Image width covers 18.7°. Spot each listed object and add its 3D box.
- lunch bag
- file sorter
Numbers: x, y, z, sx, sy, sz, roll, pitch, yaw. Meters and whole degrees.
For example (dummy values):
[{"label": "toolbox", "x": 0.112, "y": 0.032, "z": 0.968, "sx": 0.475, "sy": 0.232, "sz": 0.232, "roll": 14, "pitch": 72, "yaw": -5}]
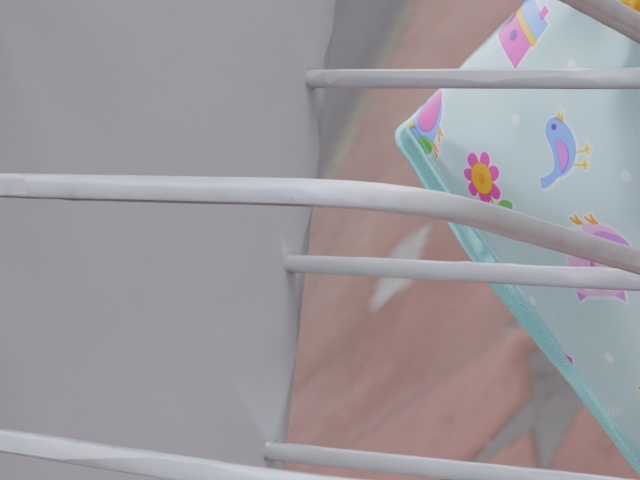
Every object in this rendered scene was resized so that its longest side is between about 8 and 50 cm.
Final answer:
[{"label": "lunch bag", "x": 0.195, "y": -0.015, "z": 0.829, "sx": 0.160, "sy": 0.262, "sz": 0.223, "roll": -12, "pitch": -28, "yaw": -45}, {"label": "file sorter", "x": 0.000, "y": 0.000, "z": 0.548, "sx": 0.173, "sy": 0.193, "sz": 0.277, "roll": 4, "pitch": 84, "yaw": 33}]
